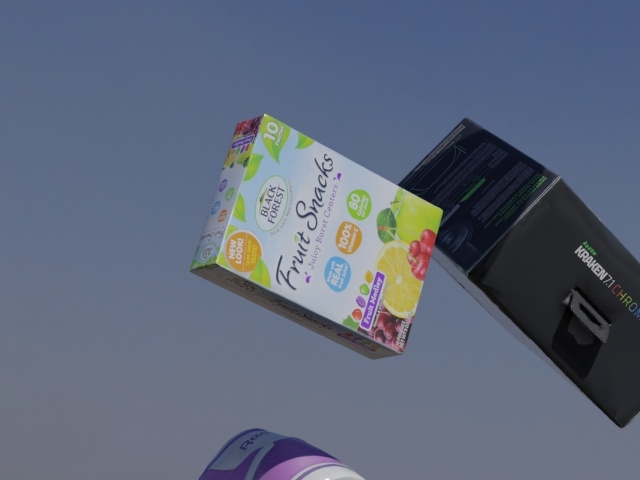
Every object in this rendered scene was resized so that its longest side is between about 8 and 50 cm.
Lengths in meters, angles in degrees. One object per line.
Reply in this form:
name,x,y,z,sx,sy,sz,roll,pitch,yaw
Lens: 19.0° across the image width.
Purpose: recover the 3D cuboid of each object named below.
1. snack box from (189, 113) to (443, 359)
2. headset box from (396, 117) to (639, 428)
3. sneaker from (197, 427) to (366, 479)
snack box,0.000,0.000,1.155,0.141,0.100,0.037,27,-23,-27
headset box,0.224,0.030,1.909,0.246,0.131,0.283,44,0,-24
sneaker,-0.040,0.264,1.269,0.102,0.282,0.161,7,9,-35
